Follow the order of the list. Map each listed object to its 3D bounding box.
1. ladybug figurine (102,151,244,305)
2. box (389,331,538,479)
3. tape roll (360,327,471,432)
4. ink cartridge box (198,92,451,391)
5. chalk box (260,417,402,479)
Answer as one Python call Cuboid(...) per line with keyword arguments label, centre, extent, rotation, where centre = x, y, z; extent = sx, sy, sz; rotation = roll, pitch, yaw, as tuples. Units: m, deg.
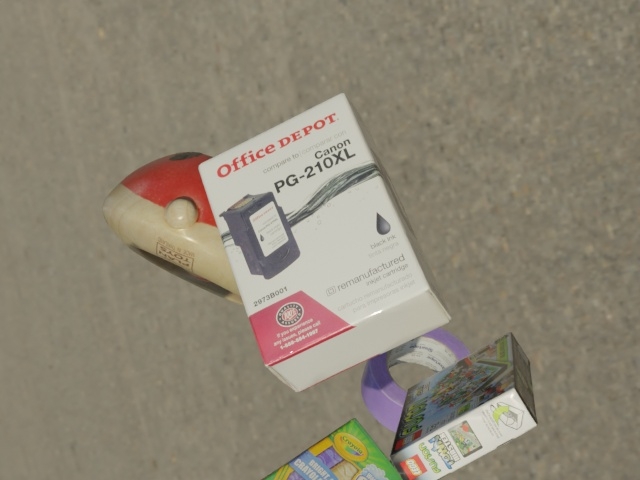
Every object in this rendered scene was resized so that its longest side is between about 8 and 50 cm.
Cuboid(label="ladybug figurine", centre=(-0.161, -0.020, 1.807), extent=(0.449, 0.305, 0.162), rotation=(93, -157, -82))
Cuboid(label="box", centre=(0.122, 0.139, 1.027), extent=(0.036, 0.114, 0.207), rotation=(59, -170, -3))
Cuboid(label="tape roll", centre=(0.168, 0.237, 2.084), extent=(0.189, 0.189, 0.080), rotation=(59, 152, 32))
Cuboid(label="ink cartridge box", centre=(0.000, 0.000, 1.197), extent=(0.237, 0.172, 0.100), rotation=(68, -171, 28))
Cuboid(label="chalk box", centre=(0.025, 0.308, 1.407), extent=(0.132, 0.213, 0.132), rotation=(51, 155, 22))
